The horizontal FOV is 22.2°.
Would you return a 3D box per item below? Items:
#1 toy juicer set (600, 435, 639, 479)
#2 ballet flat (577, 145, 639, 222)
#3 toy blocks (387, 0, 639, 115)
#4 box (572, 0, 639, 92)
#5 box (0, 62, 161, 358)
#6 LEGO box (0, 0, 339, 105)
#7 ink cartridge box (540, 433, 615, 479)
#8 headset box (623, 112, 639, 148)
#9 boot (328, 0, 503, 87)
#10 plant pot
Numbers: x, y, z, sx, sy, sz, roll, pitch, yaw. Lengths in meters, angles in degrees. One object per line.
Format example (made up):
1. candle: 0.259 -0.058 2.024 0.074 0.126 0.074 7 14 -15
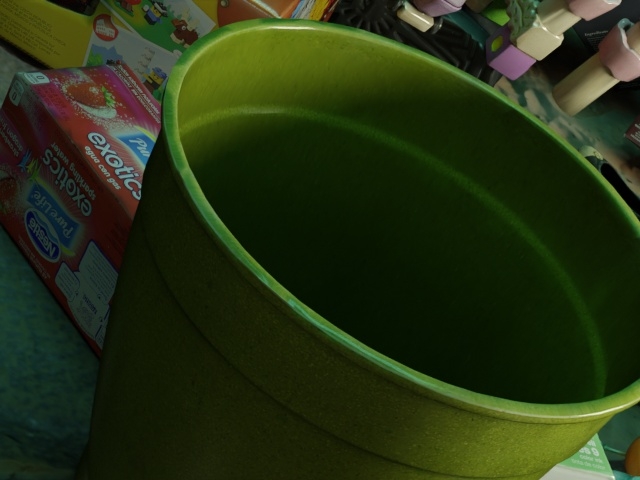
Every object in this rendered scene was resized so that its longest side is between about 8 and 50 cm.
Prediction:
1. toy juicer set: 0.279 0.270 1.391 0.209 0.089 0.329 35 26 -27
2. ballet flat: 0.354 -0.052 1.881 0.057 0.049 0.173 -2 45 -41
3. toy blocks: 0.263 -0.350 1.799 0.309 0.260 0.289 25 45 -32
4. box: 0.395 -0.310 2.072 0.207 0.108 0.153 43 49 -47
5. box: -0.165 -0.019 1.362 0.122 0.128 0.257 -11 51 -45
6. LEGO box: -0.226 -0.349 1.684 0.500 0.193 0.372 32 33 2
7. ink cartridge box: 0.140 0.157 1.348 0.093 0.154 0.212 12 37 -26
8. headset box: 0.523 -0.149 1.935 0.218 0.293 0.110 42 14 30
9. boot: 0.149 -0.372 2.035 0.367 0.146 0.445 45 40 -1
10. plant pot: -0.003 0.098 1.134 0.366 0.353 0.366 20 35 -15
